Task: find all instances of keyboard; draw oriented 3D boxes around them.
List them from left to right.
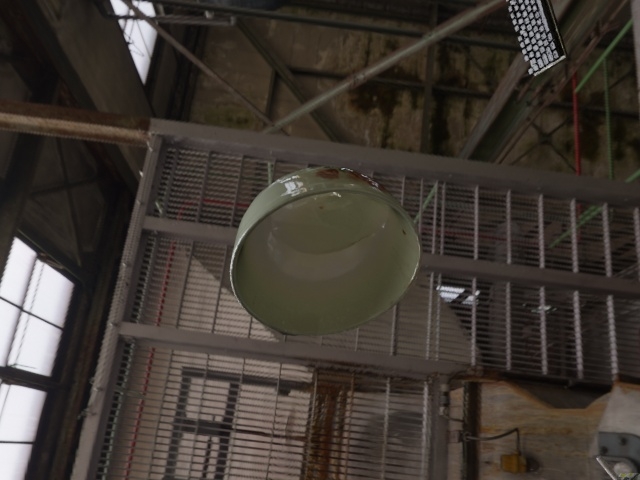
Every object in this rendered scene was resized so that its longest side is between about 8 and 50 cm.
[{"bbox_3d":[0.384,-0.475,1.136,0.027,0.106,0.317,-17,-93,-17],"label":"keyboard"}]

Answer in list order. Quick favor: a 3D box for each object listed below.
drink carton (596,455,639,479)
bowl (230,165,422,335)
[{"bbox_3d":[0.607,0.503,1.141,0.084,0.074,0.200,-27,-91,-31],"label":"drink carton"},{"bbox_3d":[0.000,0.000,0.888,0.277,0.277,0.145,-7,-138,-6],"label":"bowl"}]
